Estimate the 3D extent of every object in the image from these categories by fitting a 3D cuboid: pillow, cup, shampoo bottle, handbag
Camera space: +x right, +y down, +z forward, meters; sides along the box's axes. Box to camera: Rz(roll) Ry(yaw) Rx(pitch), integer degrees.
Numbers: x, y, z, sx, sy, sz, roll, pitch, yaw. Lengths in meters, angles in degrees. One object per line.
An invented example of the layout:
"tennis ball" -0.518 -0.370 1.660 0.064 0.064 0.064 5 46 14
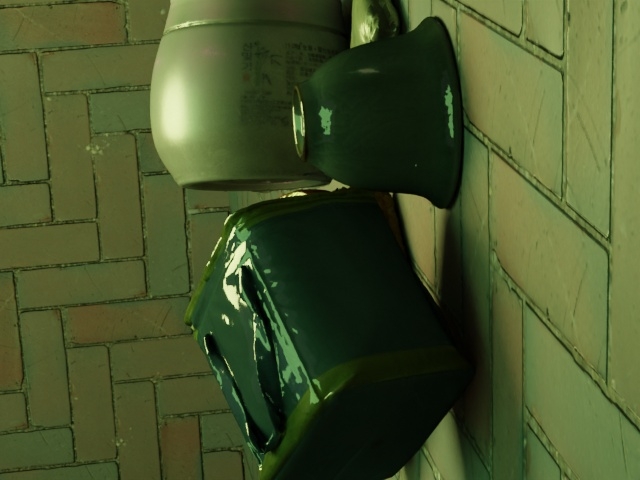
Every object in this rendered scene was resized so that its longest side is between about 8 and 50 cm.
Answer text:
"pillow" 0.058 -0.212 1.900 0.229 0.050 0.148 95 174 -48
"cup" 0.050 -0.125 1.643 0.199 0.150 0.199 175 90 -82
"shampoo bottle" -0.087 -0.201 2.111 0.273 0.273 0.266 149 122 -81
"handbag" 0.004 0.110 1.667 0.241 0.222 0.263 65 147 29

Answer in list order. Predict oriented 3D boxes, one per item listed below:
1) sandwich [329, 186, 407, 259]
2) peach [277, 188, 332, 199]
"sandwich" 0.052 0.117 1.961 0.301 0.099 0.271 102 157 -53
"peach" 0.007 -0.003 2.142 0.151 0.118 0.151 18 117 41
